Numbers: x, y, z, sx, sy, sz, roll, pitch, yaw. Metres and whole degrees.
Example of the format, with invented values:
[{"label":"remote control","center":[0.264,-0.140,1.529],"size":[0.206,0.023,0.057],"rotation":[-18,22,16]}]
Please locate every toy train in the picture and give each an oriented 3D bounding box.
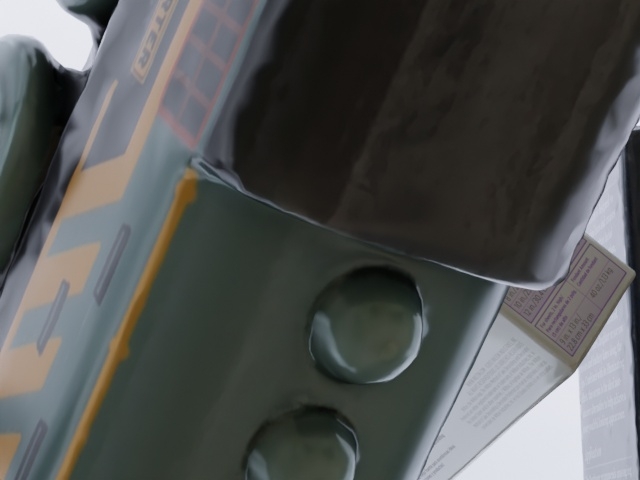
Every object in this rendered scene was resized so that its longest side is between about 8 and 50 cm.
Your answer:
[{"label":"toy train","center":[-0.032,0.012,0.490],"size":[0.142,0.190,0.334],"rotation":[19,-76,-28]}]

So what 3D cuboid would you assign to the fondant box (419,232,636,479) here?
[{"label":"fondant box","center":[0.000,0.000,1.164],"size":[0.330,0.238,0.096],"rotation":[37,-125,0]}]

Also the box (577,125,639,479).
[{"label":"box","center":[0.343,0.129,1.289],"size":[0.293,0.212,0.395],"rotation":[0,-100,-3]}]
